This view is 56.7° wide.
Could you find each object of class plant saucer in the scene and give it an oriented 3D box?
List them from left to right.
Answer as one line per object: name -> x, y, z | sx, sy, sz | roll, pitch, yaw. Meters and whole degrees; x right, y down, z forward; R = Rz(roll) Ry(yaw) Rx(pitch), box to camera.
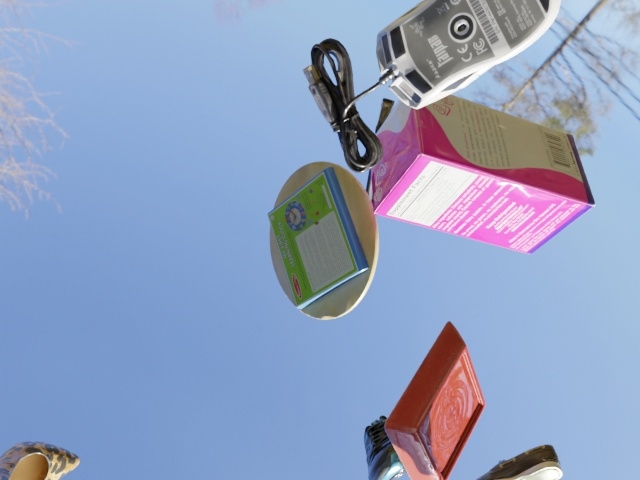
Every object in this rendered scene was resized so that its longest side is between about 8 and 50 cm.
plant saucer -> 0.241, 0.334, 1.150 | 0.048, 0.258, 0.259 | 11, -131, 41

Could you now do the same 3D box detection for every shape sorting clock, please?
shape sorting clock -> 0.000, 0.000, 0.778 | 0.040, 0.206, 0.206 | 0, -130, -46

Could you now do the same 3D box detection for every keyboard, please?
keyboard -> 0.103, -0.109, 1.106 | 0.033, 0.317, 0.201 | 11, -143, 4

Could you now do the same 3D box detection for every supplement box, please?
supplement box -> 0.178, -0.078, 0.680 | 0.220, 0.114, 0.111 | 14, -127, -18

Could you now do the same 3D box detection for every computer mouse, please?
computer mouse -> 0.080, -0.134, 0.431 | 0.106, 0.193, 0.042 | 63, -148, -4

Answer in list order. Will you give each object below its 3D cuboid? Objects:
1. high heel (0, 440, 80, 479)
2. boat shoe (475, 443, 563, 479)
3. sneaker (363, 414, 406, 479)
high heel -> -0.464, 0.389, 0.930 | 0.261, 0.186, 0.093 | 11, -95, -52
boat shoe -> 0.450, 0.544, 1.381 | 0.081, 0.228, 0.068 | 43, -150, -25
sneaker -> 0.146, 0.487, 1.384 | 0.125, 0.341, 0.139 | -24, -109, -8
